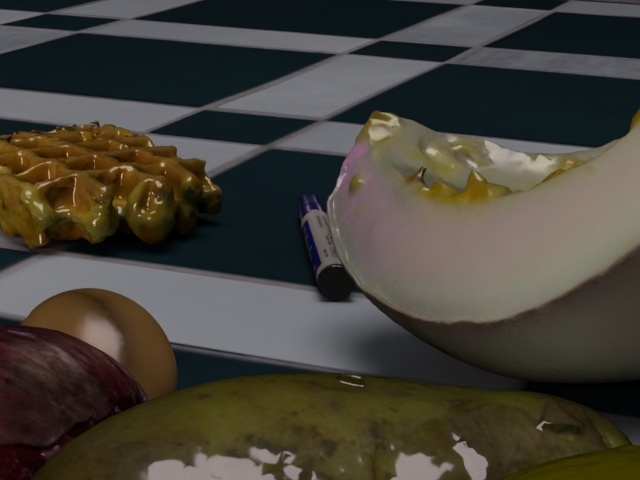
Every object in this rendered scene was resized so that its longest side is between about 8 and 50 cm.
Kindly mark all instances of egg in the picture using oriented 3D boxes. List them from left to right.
[{"bbox_3d":[-0.108,0.065,0.776,0.080,0.080,0.096,-10,16,-34],"label":"egg"},{"bbox_3d":[0.157,0.000,0.885,0.271,0.162,0.206,-26,41,25],"label":"egg"}]

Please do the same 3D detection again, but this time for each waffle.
[{"bbox_3d":[-0.176,-0.040,1.180,0.160,0.055,0.211,-11,21,-37],"label":"waffle"}]

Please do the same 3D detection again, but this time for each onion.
[{"bbox_3d":[-0.130,0.081,0.616,0.151,0.098,0.206,14,4,4],"label":"onion"}]

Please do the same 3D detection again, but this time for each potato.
[{"bbox_3d":[0.006,0.113,0.538,0.251,0.113,0.149,-8,54,-20],"label":"potato"}]

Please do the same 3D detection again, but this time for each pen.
[{"bbox_3d":[0.000,0.000,1.107,0.025,0.025,0.204,-1,16,-6],"label":"pen"}]

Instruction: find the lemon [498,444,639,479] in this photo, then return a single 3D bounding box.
[{"bbox_3d":[0.093,0.139,0.360,0.248,0.184,0.184,6,17,20],"label":"lemon"}]
